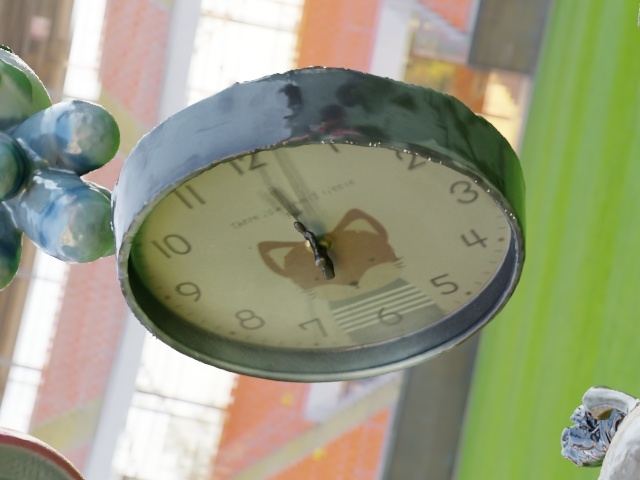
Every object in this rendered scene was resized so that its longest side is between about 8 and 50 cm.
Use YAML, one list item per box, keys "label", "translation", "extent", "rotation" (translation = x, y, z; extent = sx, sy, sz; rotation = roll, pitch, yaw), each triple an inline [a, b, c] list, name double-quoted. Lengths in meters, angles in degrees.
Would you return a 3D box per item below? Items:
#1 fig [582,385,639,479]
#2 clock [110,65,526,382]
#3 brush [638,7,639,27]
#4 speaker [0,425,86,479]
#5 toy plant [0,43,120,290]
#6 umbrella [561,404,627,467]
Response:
- label: "fig"
  translation: [0.301, 0.190, 1.481]
  extent: [0.321, 0.217, 0.217]
  rotation: [-136, 52, -59]
- label: "clock"
  translation: [0.000, 0.000, 1.339]
  extent: [0.325, 0.325, 0.067]
  rotation: [96, 173, -52]
- label: "brush"
  translation: [0.429, -0.229, 1.815]
  extent: [0.027, 0.190, 0.034]
  rotation: [-81, -5, -65]
- label: "speaker"
  translation: [-0.366, 0.342, 1.798]
  extent: [0.294, 0.294, 0.294]
  rotation: [12, -90, -86]
- label: "toy plant"
  translation: [-0.337, -0.066, 1.933]
  extent: [0.247, 0.332, 0.247]
  rotation: [-22, -50, -29]
- label: "umbrella"
  translation: [0.311, 0.205, 1.870]
  extent: [0.224, 0.080, 0.071]
  rotation: [114, 139, -79]
